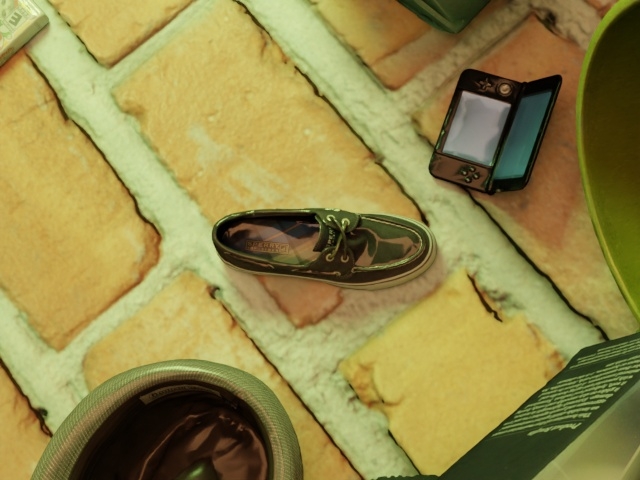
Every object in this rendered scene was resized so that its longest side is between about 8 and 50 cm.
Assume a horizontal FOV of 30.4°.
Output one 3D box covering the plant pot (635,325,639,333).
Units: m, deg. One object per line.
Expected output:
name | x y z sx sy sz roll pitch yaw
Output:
plant pot | 0.335 0.108 1.096 0.083 0.083 0.079 -23 63 4

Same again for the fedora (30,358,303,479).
fedora | -0.140 0.249 1.118 0.243 0.124 0.275 26 75 12

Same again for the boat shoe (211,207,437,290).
boat shoe | 0.000 0.000 1.174 0.228 0.076 0.080 6 79 11

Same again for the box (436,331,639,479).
box | 0.244 0.269 0.916 0.294 0.182 0.296 -35 92 -28

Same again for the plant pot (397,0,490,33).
plant pot | 0.140 -0.404 1.125 0.341 0.341 0.334 41 94 16

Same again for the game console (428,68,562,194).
game console | 0.172 -0.114 1.171 0.107 0.071 0.122 18 81 13

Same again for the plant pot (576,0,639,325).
plant pot | 0.462 -0.078 0.975 0.352 0.366 0.367 -19 74 -15

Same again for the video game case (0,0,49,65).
video game case | -0.452 -0.258 1.337 0.206 0.026 0.227 -43 75 -1

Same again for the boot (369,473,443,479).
boot | 0.137 0.303 1.025 0.246 0.094 0.207 -6 40 14
